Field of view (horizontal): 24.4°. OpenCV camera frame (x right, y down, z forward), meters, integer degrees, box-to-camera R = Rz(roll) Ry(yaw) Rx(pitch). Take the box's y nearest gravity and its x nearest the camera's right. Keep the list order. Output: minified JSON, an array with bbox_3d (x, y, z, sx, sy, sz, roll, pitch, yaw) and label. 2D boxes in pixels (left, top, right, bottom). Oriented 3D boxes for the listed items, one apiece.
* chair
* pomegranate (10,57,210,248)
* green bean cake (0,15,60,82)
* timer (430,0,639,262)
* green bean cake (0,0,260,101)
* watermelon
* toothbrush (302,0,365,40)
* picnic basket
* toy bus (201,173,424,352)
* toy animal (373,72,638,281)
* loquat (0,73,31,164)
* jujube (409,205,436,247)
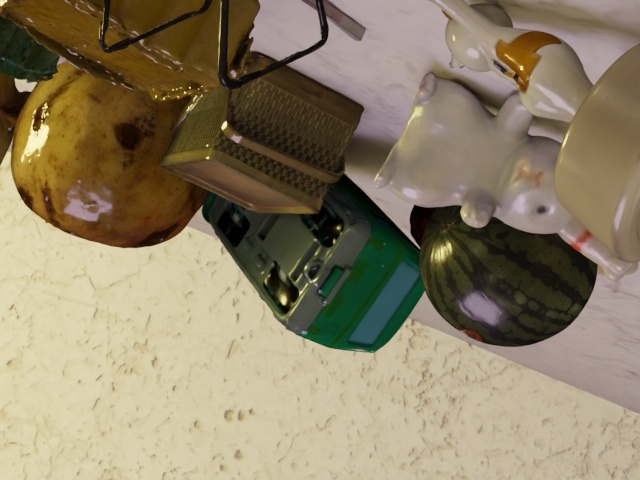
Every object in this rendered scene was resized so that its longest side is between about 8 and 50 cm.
[{"bbox_3d":[-0.086,-0.255,1.179,0.140,0.221,0.145,17,-147,29],"label":"chair"},{"bbox_3d":[-0.284,-0.121,2.024,0.281,0.281,0.281,22,172,3],"label":"pomegranate"},{"bbox_3d":[-0.450,-0.293,1.795,0.241,0.132,0.255,18,173,32],"label":"green bean cake"},{"bbox_3d":[0.193,-0.124,1.199,0.266,0.175,0.175,37,179,28],"label":"timer"},{"bbox_3d":[-0.192,-0.237,1.461,0.229,0.131,0.224,30,168,-24],"label":"green bean cake"},{"bbox_3d":[0.222,0.024,1.748,0.212,0.212,0.212,22,172,3],"label":"watermelon"},{"bbox_3d":[-0.025,-0.239,1.397,0.194,0.014,0.017,29,169,-38],"label":"toothbrush"},{"bbox_3d":[-0.077,-0.125,1.831,0.165,0.139,0.266,26,171,-19],"label":"picnic basket"},{"bbox_3d":[0.000,0.000,2.008,0.199,0.183,0.343,25,-165,-34],"label":"toy bus"},{"bbox_3d":[0.198,-0.068,1.491,0.282,0.140,0.138,24,-179,19],"label":"toy animal"},{"bbox_3d":[-0.566,-0.195,2.146,0.359,0.328,0.328,-1,175,-8],"label":"loquat"},{"bbox_3d":[0.182,-0.018,1.928,0.112,0.109,0.176,25,-176,-25],"label":"jujube"}]
